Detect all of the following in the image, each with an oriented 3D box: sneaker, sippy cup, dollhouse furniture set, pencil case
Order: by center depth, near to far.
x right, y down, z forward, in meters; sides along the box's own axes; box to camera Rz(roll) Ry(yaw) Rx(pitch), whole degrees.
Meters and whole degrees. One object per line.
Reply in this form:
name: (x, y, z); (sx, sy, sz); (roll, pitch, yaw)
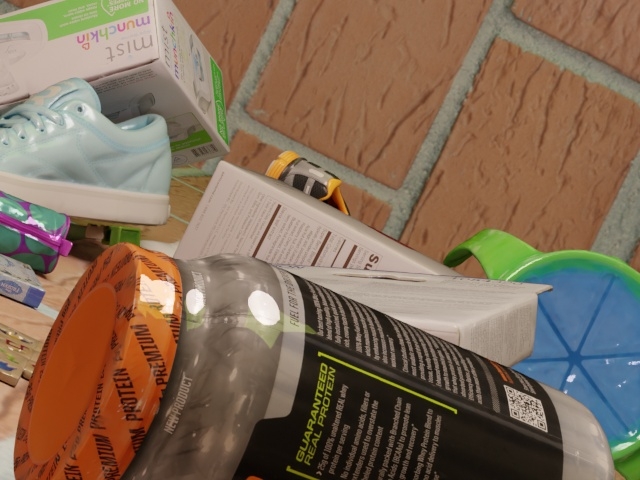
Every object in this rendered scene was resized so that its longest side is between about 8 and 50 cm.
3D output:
pencil case: (-0.317, -0.021, 1.784); (0.151, 0.064, 0.070); (23, -10, -24)
sneaker: (-0.305, -0.102, 1.944); (0.135, 0.150, 0.366); (4, -2, 39)
dollhouse furniture set: (-0.257, 0.010, 2.010); (0.151, 0.059, 0.076); (5, -2, 39)
sippy cup: (0.255, 0.143, 2.058); (0.240, 0.305, 0.224); (3, -12, -8)
sneaker: (0.000, 0.000, 2.087); (0.083, 0.084, 0.215); (16, -39, 36)

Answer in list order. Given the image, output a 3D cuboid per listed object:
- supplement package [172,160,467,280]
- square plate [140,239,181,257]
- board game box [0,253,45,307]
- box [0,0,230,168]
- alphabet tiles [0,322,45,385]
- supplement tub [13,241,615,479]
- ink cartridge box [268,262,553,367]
supplement package: (0.011, 0.065, 1.903); (0.293, 0.175, 0.177); (28, 4, 21)
square plate: (-0.035, 0.085, 2.204); (0.347, 0.049, 0.344); (28, 5, 20)
board game box: (-0.297, 0.025, 1.659); (0.090, 0.020, 0.090); (25, 5, -22)
box: (-0.266, -0.165, 2.120); (0.262, 0.127, 0.231); (-14, -29, 13)
alphabet tiles: (-0.294, 0.057, 1.420); (0.237, 0.009, 0.198); (26, 5, -6)
supplement tub: (-0.004, 0.128, 1.079); (0.316, 0.193, 0.193); (25, 5, -22)
ink cartridge box: (0.013, 0.073, 1.637); (0.324, 0.071, 0.330); (4, 4, 21)
